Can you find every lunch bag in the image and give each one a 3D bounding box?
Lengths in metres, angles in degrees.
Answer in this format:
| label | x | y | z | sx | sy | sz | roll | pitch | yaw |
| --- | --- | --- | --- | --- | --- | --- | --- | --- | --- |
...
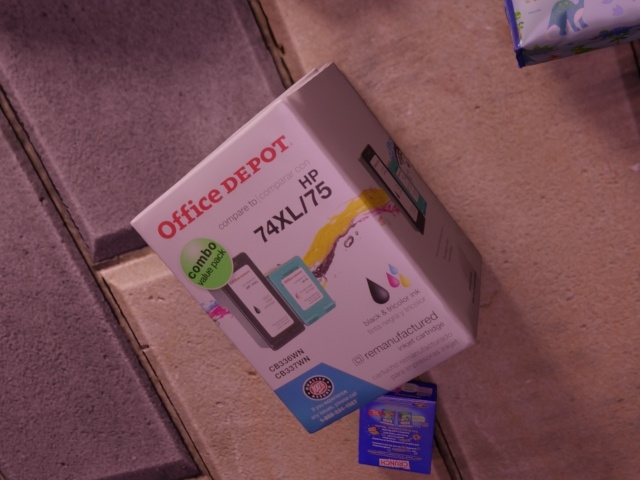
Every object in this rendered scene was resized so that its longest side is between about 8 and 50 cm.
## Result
| label | x | y | z | sx | sy | sz | roll | pitch | yaw |
| --- | --- | --- | --- | --- | --- | --- | --- | --- | --- |
| lunch bag | 0.218 | -0.243 | 0.642 | 0.128 | 0.096 | 0.151 | -10 | 87 | 17 |

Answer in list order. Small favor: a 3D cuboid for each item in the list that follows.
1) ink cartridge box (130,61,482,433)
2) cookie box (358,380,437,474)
| label | x | y | z | sx | sy | sz | roll | pitch | yaw |
| --- | --- | --- | --- | --- | --- | --- | --- | --- | --- |
| ink cartridge box | 0.000 | 0.000 | 0.737 | 0.198 | 0.197 | 0.270 | -35 | 101 | 24 |
| cookie box | 0.092 | 0.223 | 0.898 | 0.091 | 0.040 | 0.107 | 6 | 114 | 11 |
